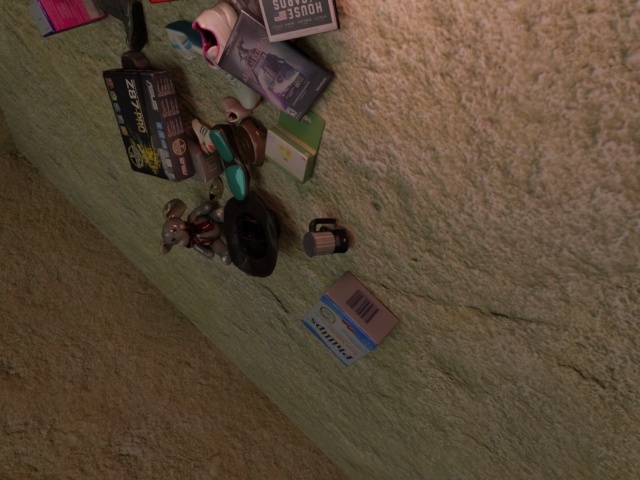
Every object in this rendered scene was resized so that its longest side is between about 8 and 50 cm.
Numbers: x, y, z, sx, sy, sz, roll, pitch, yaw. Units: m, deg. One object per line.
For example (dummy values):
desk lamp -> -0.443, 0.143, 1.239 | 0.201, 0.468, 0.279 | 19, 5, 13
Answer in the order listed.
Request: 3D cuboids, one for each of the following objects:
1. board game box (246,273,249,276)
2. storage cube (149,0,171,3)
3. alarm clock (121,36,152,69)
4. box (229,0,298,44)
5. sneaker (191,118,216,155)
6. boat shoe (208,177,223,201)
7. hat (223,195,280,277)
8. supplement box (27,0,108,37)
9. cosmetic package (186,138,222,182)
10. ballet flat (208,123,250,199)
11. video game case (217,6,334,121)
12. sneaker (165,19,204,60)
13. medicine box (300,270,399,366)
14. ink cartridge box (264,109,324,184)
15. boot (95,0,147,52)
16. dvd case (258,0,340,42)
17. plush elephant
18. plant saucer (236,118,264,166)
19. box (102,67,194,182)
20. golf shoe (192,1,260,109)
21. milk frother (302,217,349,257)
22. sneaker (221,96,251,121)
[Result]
board game box -> -0.340, 0.072, 2.032 | 0.170, 0.048, 0.141 | 51, 147, -4
storage cube -> -0.374, -0.731, 1.125 | 0.215, 0.193, 0.183 | 51, 150, 31
alarm clock -> -0.705, -0.673, 1.702 | 0.129, 0.064, 0.192 | 27, 137, 29
box -> -0.132, -0.615, 1.136 | 0.231, 0.056, 0.183 | 50, 144, -3
sneaker -> -0.422, -0.395, 1.671 | 0.161, 0.075, 0.057 | 64, -178, 20
boat shoe -> -0.441, -0.208, 1.872 | 0.050, 0.045, 0.135 | 39, 144, 13
hat -> -0.240, -0.027, 1.753 | 0.331, 0.134, 0.331 | 14, 115, 34
supplement box -> -0.916, -0.834, 1.632 | 0.111, 0.220, 0.113 | 9, 128, 42
cosmetic package -> -0.511, -0.324, 1.787 | 0.238, 0.107, 0.127 | 15, 130, 34
ballet flat -> -0.302, -0.285, 1.603 | 0.095, 0.096, 0.280 | 1, 121, 31
video game case -> -0.125, -0.460, 1.204 | 0.274, 0.026, 0.196 | 31, 144, -15
sneaker -> -0.390, -0.614, 1.404 | 0.229, 0.087, 0.092 | 35, 151, 30
medicine box -> 0.102, 0.302, 1.685 | 0.263, 0.149, 0.289 | 44, 144, 7
ink cartridge box -> -0.085, -0.309, 1.385 | 0.171, 0.056, 0.235 | 38, 146, 15
boot -> -0.712, -0.791, 1.581 | 0.209, 0.076, 0.189 | 28, 127, 16
dvd case -> -0.064, -0.580, 0.995 | 0.179, 0.029, 0.238 | 0, 123, 23
plush elephant -> -0.570, -0.040, 1.966 | 0.330, 0.255, 0.271 | 28, 124, 38
plant saucer -> -0.242, -0.326, 1.515 | 0.168, 0.029, 0.168 | 46, 150, 36
box -> -0.644, -0.437, 1.691 | 0.318, 0.097, 0.394 | 16, 125, 32
golf shoe -> -0.275, -0.520, 1.313 | 0.115, 0.140, 0.306 | 10, 132, 40
milk frother -> 0.000, 0.000, 1.515 | 0.143, 0.135, 0.129 | -42, 58, 53
sneaker -> -0.297, -0.432, 1.481 | 0.134, 0.070, 0.051 | 27, 142, 29
